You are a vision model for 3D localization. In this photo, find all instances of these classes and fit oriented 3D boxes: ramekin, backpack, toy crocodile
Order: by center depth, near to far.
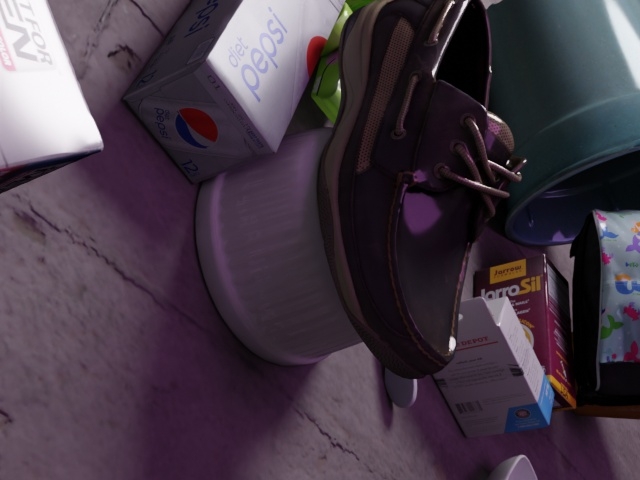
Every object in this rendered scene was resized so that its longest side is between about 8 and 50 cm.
[{"bbox_3d":[0.000,0.000,0.731,0.207,0.109,0.207,30,51,-47],"label":"ramekin"},{"bbox_3d":[0.060,-0.247,0.946,0.115,0.105,0.340,51,38,-31],"label":"toy crocodile"},{"bbox_3d":[0.417,0.081,1.102,0.225,0.191,0.253,52,34,-68],"label":"backpack"}]

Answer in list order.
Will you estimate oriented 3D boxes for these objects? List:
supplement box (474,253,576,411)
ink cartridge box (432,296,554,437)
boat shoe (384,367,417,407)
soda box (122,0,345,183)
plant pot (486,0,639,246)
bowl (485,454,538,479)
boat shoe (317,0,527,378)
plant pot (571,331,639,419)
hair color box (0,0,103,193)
[{"bbox_3d":[0.259,0.123,1.074,0.081,0.104,0.188,42,42,-39],"label":"supplement box"},{"bbox_3d":[0.181,0.131,0.949,0.180,0.104,0.060,62,34,-18],"label":"ink cartridge box"},{"bbox_3d":[0.085,0.124,0.873,0.035,0.035,0.100,12,59,-52],"label":"boat shoe"},{"bbox_3d":[-0.060,-0.183,0.743,0.098,0.091,0.286,53,37,-29],"label":"soda box"},{"bbox_3d":[0.397,-0.209,1.271,0.341,0.341,0.334,19,51,-53],"label":"plant pot"},{"bbox_3d":[0.218,0.332,0.958,0.142,0.053,0.141,-32,103,-57],"label":"bowl"},{"bbox_3d":[0.086,-0.070,0.668,0.132,0.130,0.355,33,49,-46],"label":"boat shoe"},{"bbox_3d":[0.477,0.193,1.296,0.205,0.188,0.205,30,52,-48],"label":"plant pot"},{"bbox_3d":[-0.272,-0.078,0.352,0.347,0.105,0.173,-25,97,-58],"label":"hair color box"}]
